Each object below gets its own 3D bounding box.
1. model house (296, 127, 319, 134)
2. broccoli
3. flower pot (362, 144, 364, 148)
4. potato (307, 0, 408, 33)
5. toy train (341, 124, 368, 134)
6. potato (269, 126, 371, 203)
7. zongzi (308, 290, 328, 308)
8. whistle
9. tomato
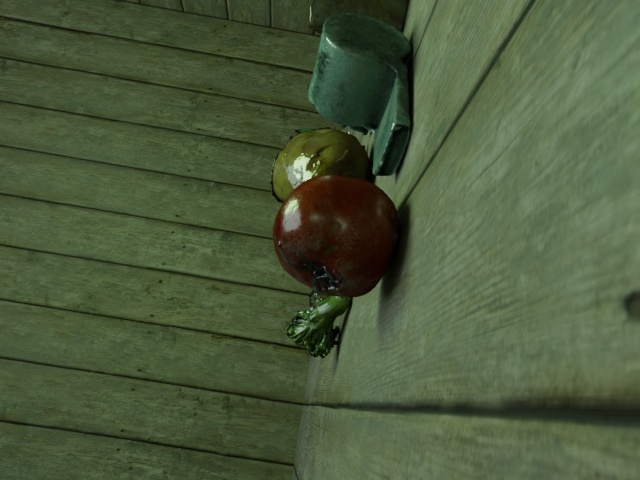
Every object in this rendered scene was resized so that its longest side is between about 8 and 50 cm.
[{"bbox_3d":[-0.018,-0.254,1.652,0.271,0.206,0.178,-25,26,38],"label":"model house"},{"bbox_3d":[0.015,0.222,1.490,0.145,0.165,0.304,-41,-10,-39],"label":"broccoli"},{"bbox_3d":[0.091,-0.264,1.798,0.157,0.106,0.158,-172,90,-88],"label":"flower pot"},{"bbox_3d":[0.094,-0.621,1.307,0.189,0.264,0.211,-118,31,-72],"label":"potato"},{"bbox_3d":[0.132,-0.427,1.648,0.228,0.091,0.136,-84,14,-62],"label":"toy train"},{"bbox_3d":[0.036,-0.188,1.414,0.237,0.300,0.289,-175,81,-66],"label":"potato"},{"bbox_3d":[0.008,0.270,1.865,0.194,0.099,0.198,110,158,-81],"label":"zongzi"},{"bbox_3d":[0.112,-0.312,1.066,0.405,0.188,0.168,59,150,30],"label":"whistle"},{"bbox_3d":[0.028,-0.013,0.886,0.189,0.232,0.232,-56,-12,-31],"label":"tomato"}]
